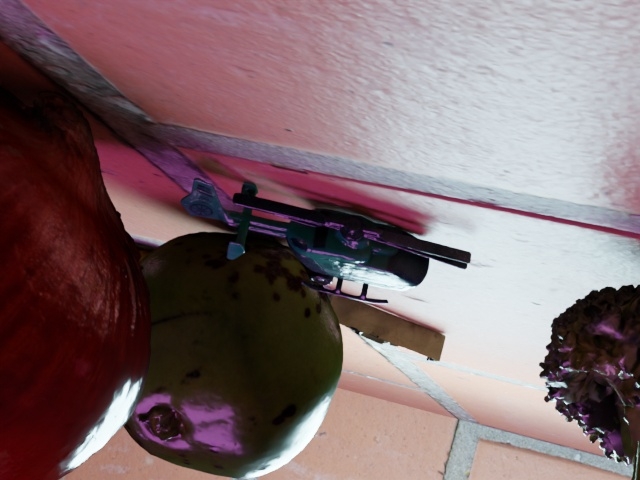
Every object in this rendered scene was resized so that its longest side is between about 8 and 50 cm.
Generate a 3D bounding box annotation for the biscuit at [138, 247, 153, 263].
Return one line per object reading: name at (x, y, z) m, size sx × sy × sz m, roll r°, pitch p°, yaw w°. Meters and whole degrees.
biscuit at (-0.173, 0.049, 1.481) m, size 0.176 × 0.031 × 0.228 m, roll 6°, pitch 167°, yaw 43°

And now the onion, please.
onion at (-0.296, 0.024, 0.796) m, size 0.341 × 0.341 × 0.341 m, roll 15°, pitch 169°, yaw 3°

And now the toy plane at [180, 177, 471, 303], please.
toy plane at (0.000, 0.000, 0.925) m, size 0.235 × 0.060 × 0.096 m, roll 14°, pitch 161°, yaw -4°

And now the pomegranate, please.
pomegranate at (-0.089, 0.104, 1.138) m, size 0.254 × 0.270 × 0.254 m, roll 22°, pitch 134°, yaw 25°

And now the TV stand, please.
TV stand at (0.053, 0.098, 1.382) m, size 0.249 × 0.036 × 0.042 m, roll 23°, pitch 168°, yaw -31°

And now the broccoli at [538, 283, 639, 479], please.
broccoli at (0.267, 0.115, 0.819) m, size 0.226 × 0.176 × 0.198 m, roll -2°, pitch 172°, yaw -41°
